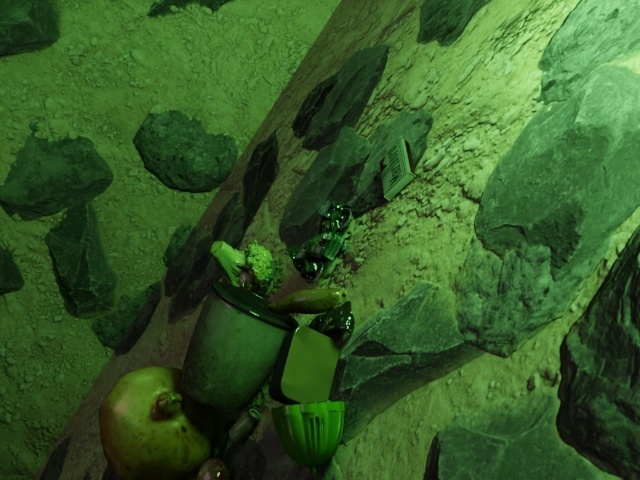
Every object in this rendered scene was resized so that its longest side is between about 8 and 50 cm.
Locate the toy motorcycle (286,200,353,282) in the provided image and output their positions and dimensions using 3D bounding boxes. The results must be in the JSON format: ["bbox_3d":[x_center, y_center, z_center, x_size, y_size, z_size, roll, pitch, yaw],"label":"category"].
[{"bbox_3d":[0.000,0.000,2.212,0.187,0.125,0.274,20,79,56],"label":"toy motorcycle"}]

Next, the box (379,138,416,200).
[{"bbox_3d":[0.226,-0.212,2.104,0.115,0.036,0.177,-46,28,31],"label":"box"}]

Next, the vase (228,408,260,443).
[{"bbox_3d":[-0.223,0.548,2.097,0.100,0.053,0.053,-51,25,10],"label":"vase"}]

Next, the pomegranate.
[{"bbox_3d":[-0.501,0.565,2.211,0.410,0.410,0.410,-44,28,32],"label":"pomegranate"}]

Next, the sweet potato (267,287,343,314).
[{"bbox_3d":[-0.050,0.183,2.047,0.244,0.077,0.077,-11,45,19],"label":"sweet potato"}]

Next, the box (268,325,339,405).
[{"bbox_3d":[-0.046,0.343,1.874,0.090,0.145,0.201,-31,38,52],"label":"box"}]

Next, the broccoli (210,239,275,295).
[{"bbox_3d":[-0.293,0.102,2.500,0.247,0.243,0.263,-46,30,-1],"label":"broccoli"}]

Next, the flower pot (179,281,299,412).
[{"bbox_3d":[-0.265,0.330,2.150,0.330,0.294,0.293,-63,24,2],"label":"flower pot"}]

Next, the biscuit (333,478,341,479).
[{"bbox_3d":[0.004,0.619,1.616,0.203,0.016,0.144,-30,38,50],"label":"biscuit"}]

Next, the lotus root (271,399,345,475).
[{"bbox_3d":[-0.023,0.475,1.692,0.186,0.186,0.186,-44,28,32],"label":"lotus root"}]

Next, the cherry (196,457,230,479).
[{"bbox_3d":[-0.306,0.726,2.022,0.107,0.090,0.225,-31,44,21],"label":"cherry"}]

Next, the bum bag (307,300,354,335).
[{"bbox_3d":[0.018,0.239,1.969,0.232,0.060,0.106,-29,29,46],"label":"bum bag"}]
